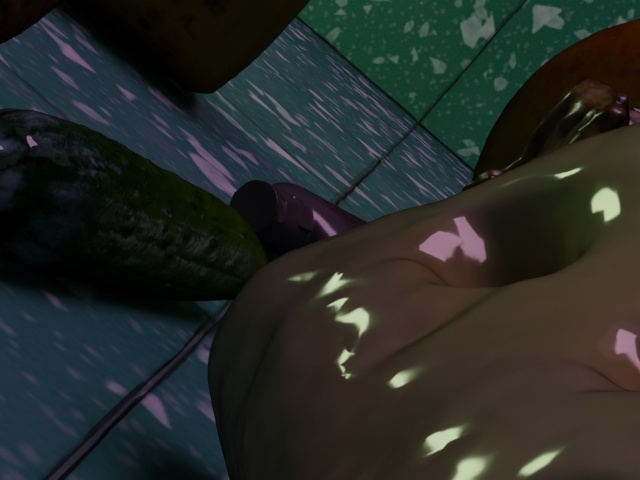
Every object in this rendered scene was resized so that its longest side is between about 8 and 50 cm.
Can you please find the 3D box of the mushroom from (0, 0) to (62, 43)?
[{"bbox_3d":[-0.165,-0.138,0.570,0.194,0.138,0.231,40,2,-19],"label":"mushroom"}]

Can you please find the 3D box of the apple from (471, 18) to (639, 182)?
[{"bbox_3d":[0.263,-0.001,1.181,0.339,0.339,0.339,40,9,-7],"label":"apple"}]

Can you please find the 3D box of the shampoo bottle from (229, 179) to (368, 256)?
[{"bbox_3d":[0.000,0.000,0.958,0.080,0.040,0.165,47,11,27],"label":"shampoo bottle"}]

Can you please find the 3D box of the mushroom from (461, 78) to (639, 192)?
[{"bbox_3d":[0.178,0.049,0.835,0.195,0.263,0.283,-9,52,-32],"label":"mushroom"}]

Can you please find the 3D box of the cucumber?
[{"bbox_3d":[-0.082,-0.012,0.612,0.056,0.056,0.250,44,7,21],"label":"cucumber"}]

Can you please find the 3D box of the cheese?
[{"bbox_3d":[0.142,0.049,0.387,0.351,0.328,0.129,-118,-173,-72],"label":"cheese"}]

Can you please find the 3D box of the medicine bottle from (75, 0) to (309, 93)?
[{"bbox_3d":[-0.159,-0.301,1.152,0.384,0.224,0.224,39,9,-13],"label":"medicine bottle"}]
